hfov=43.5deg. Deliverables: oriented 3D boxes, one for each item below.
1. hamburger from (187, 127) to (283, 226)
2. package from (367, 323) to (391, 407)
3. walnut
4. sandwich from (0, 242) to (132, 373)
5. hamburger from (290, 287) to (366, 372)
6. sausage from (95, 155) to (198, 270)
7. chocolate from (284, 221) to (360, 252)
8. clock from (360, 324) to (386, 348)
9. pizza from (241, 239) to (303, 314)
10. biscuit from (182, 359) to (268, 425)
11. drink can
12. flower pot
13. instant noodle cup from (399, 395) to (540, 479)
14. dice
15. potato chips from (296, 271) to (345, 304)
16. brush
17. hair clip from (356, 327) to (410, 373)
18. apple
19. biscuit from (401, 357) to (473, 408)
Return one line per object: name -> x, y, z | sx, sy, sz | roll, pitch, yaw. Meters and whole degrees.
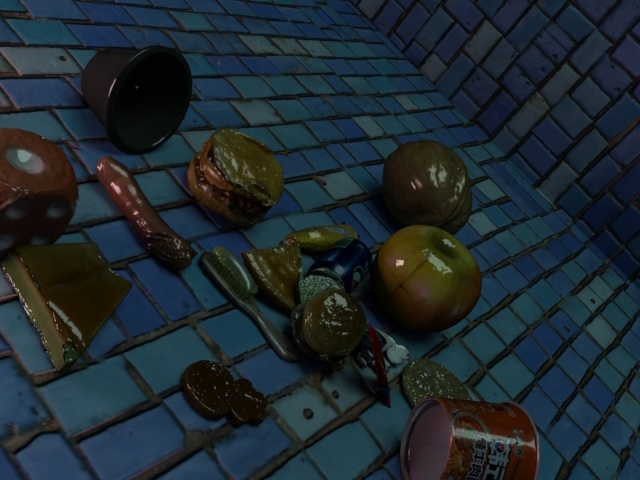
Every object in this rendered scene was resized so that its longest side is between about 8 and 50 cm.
hamburger -> -0.204, -0.147, 1.925 | 0.244, 0.163, 0.244 | 31, 36, -26
package -> 0.130, 0.274, 1.748 | 0.083, 0.022, 0.200 | -93, 169, -48
walnut -> 0.324, -0.155, 2.423 | 0.252, 0.277, 0.313 | -13, 42, -9
sandwich -> -0.420, 0.105, 1.432 | 0.212, 0.063, 0.245 | -4, 53, -53
hamburger -> 0.021, 0.194, 1.717 | 0.159, 0.131, 0.185 | -11, 81, -33
sausage -> -0.373, -0.055, 1.693 | 0.304, 0.078, 0.078 | 49, 31, 12
chocolate -> 0.000, 0.000, 2.041 | 0.219, 0.085, 0.085 | -5, 51, -46
clock -> 0.112, 0.218, 1.829 | 0.085, 0.017, 0.085 | 27, 16, -9
pizza -> -0.091, 0.076, 1.837 | 0.201, 0.053, 0.193 | 52, 35, -8
biscuit -> -0.179, 0.288, 1.492 | 0.175, 0.026, 0.124 | 29, 32, -17
drink can -> 0.045, 0.075, 1.944 | 0.118, 0.118, 0.205 | 42, 31, 4
flower pot -> -0.448, -0.351, 1.878 | 0.166, 0.269, 0.269 | 28, 24, 24
instant noodle cup -> 0.291, 0.434, 1.632 | 0.192, 0.250, 0.250 | 16, 36, -20
dice -> -0.551, -0.081, 1.427 | 0.174, 0.179, 0.175 | -6, 48, -51
potato chips -> 0.017, 0.156, 1.816 | 0.209, 0.026, 0.142 | 40, 70, -20
brush -> -0.142, 0.129, 1.716 | 0.313, 0.067, 0.072 | 49, 30, 13
hair clip -> 0.139, 0.252, 1.881 | 0.116, 0.049, 0.172 | 52, 29, 12
apple -> 0.262, 0.101, 2.038 | 0.286, 0.233, 0.286 | 25, 33, -17
biscuit -> 0.280, 0.368, 1.898 | 0.220, 0.033, 0.220 | 27, 33, -19
